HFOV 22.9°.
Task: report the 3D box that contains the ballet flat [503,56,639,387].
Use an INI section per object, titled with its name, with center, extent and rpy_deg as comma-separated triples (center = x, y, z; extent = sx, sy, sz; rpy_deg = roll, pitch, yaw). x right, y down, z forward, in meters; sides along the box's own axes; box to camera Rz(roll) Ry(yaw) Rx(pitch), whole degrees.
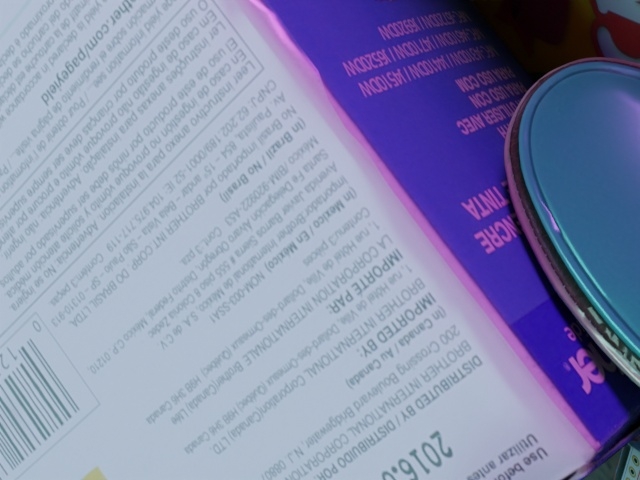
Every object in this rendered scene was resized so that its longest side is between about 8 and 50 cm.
[ballet flat]
center = 0.151, 0.042, 0.473
extent = 0.248, 0.086, 0.086
rpy_deg = 47, 148, 26

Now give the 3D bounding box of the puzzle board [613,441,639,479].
[puzzle board]
center = 0.171, 0.155, 0.778
extent = 0.096, 0.011, 0.128
rpy_deg = 53, 151, 39

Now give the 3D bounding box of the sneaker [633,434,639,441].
[sneaker]
center = 0.168, 0.042, 0.613
extent = 0.262, 0.099, 0.121
rpy_deg = 52, 144, 24

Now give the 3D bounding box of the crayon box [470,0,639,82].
[crayon box]
center = 0.098, -0.160, 0.564
extent = 0.318, 0.081, 0.202
rpy_deg = 40, 143, 41

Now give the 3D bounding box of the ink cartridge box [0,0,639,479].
[ink cartridge box]
center = -0.042, 0.018, 0.601
extent = 0.270, 0.151, 0.395
rpy_deg = -42, 79, 34
